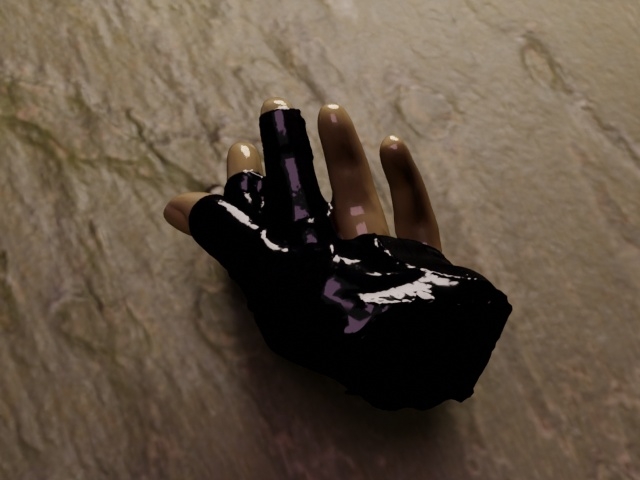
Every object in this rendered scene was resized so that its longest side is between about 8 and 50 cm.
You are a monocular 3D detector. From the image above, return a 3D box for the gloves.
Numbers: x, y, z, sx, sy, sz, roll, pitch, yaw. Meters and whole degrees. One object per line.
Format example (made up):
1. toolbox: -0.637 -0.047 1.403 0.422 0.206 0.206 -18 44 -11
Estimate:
1. gloves: 0.000 0.008 1.314 0.197 0.152 0.301 -1 45 -28
